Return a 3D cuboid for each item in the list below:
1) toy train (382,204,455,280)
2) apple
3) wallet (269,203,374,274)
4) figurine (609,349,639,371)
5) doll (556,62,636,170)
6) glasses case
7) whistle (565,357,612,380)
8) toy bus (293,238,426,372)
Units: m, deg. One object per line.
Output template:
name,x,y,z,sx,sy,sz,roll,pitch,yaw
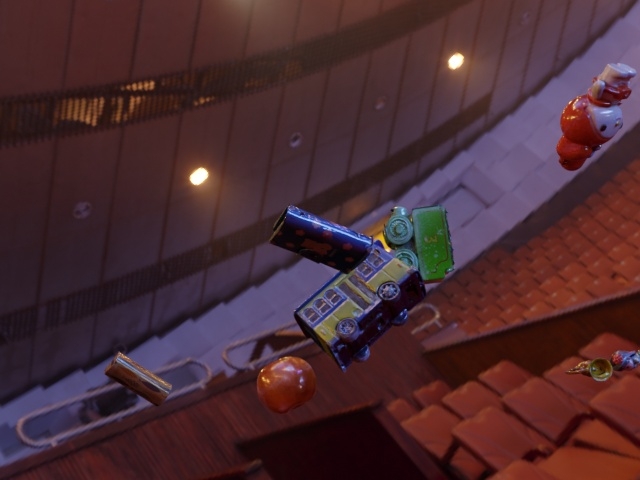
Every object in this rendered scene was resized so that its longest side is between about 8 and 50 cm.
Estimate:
toy train,0.274,0.019,2.104,0.188,0.243,0.132,-6,-11,4
apple,-0.089,0.391,2.010,0.163,0.139,0.163,-26,-27,-14
wallet,0.000,0.001,1.607,0.141,0.202,0.059,133,154,-59
figurine,0.709,0.268,1.695,0.106,0.047,0.060,-8,-24,-2
doll,0.650,-0.287,1.801,0.161,0.130,0.290,-16,-41,-41
glasses case,-0.475,0.365,1.952,0.170,0.041,0.065,38,-85,-20
whistle,0.540,0.266,1.519,0.057,0.046,0.109,-40,-4,-11
toy bus,0.099,0.155,1.805,0.287,0.175,0.138,-41,-39,-13
